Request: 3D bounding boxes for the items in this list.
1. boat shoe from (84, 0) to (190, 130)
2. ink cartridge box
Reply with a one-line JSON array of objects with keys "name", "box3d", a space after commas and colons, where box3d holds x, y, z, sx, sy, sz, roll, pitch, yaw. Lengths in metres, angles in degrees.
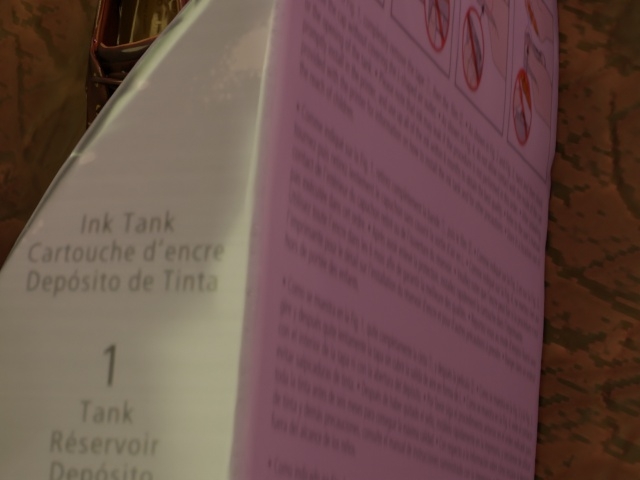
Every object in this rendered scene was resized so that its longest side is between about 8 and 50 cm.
[{"name": "boat shoe", "box3d": [-0.077, -0.068, 0.803, 0.064, 0.060, 0.178, -1, 78, 21]}, {"name": "ink cartridge box", "box3d": [0.000, 0.000, 0.621, 0.091, 0.308, 0.385, -1, 77, 20]}]
